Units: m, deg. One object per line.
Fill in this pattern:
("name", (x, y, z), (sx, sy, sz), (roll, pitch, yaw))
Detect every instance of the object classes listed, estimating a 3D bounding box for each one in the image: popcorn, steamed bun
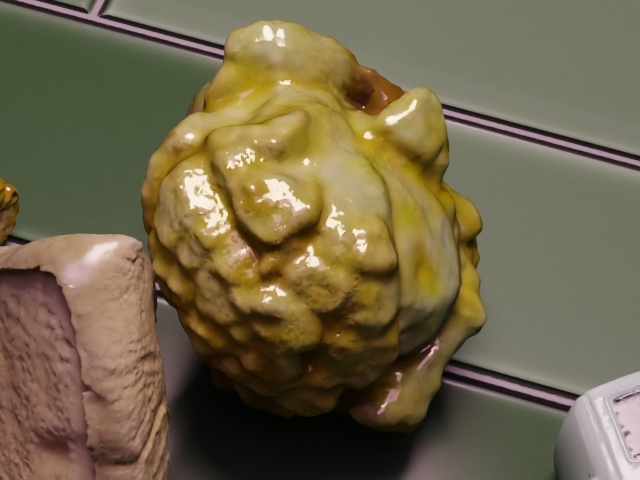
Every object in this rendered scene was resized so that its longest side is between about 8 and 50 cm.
("popcorn", (0.000, 0.000, 0.782), (0.195, 0.256, 0.254), (-15, 83, 31))
("steamed bun", (-0.150, 0.103, 0.745), (0.110, 0.231, 0.212), (-18, 96, -44))

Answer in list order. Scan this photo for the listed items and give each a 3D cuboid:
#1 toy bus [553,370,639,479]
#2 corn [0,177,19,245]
("toy bus", (0.241, 0.205, 0.730), (0.165, 0.133, 0.271), (-10, 56, -7))
("corn", (-0.360, -0.051, 0.848), (0.318, 0.115, 0.115), (16, 56, 4))
